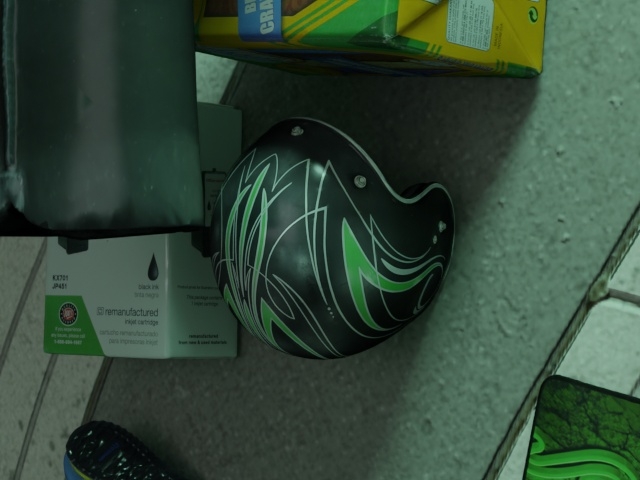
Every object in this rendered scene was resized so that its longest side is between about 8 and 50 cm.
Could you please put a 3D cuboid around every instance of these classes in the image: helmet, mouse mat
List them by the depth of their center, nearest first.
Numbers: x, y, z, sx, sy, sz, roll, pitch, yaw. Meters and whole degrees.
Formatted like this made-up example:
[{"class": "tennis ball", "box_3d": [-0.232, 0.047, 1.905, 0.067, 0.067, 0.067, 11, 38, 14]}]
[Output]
[{"class": "mouse mat", "box_3d": [0.211, 0.182, 0.982, 0.189, 0.007, 0.153, 14, 97, 40]}, {"class": "helmet", "box_3d": [0.000, 0.000, 1.065, 0.169, 0.161, 0.169, -2, 86, 39]}]

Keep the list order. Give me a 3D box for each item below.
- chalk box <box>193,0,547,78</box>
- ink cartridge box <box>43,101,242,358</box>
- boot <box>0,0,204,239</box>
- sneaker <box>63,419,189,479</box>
[{"class": "chalk box", "box_3d": [-0.002, -0.213, 1.067, 0.289, 0.179, 0.180, 5, 90, 40]}, {"class": "ink cartridge box", "box_3d": [-0.147, -0.008, 1.237, 0.153, 0.087, 0.208, -2, 86, 39]}, {"class": "boot", "box_3d": [-0.106, -0.221, 0.943, 0.367, 0.146, 0.445, -1, 83, 47]}, {"class": "sneaker", "box_3d": [-0.132, 0.236, 1.237, 0.209, 0.069, 0.082, 38, 144, 26]}]
